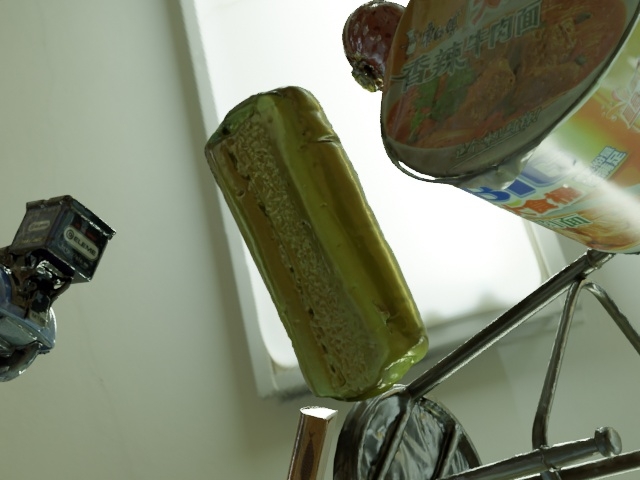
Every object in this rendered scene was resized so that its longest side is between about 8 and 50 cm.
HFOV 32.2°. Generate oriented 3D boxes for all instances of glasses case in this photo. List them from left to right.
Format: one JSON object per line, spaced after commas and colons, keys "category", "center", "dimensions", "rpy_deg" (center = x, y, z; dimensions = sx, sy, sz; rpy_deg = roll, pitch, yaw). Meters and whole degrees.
{"category": "glasses case", "center": [-0.020, 0.284, 1.308], "dimensions": [0.041, 0.065, 0.169], "rpy_deg": [12, -87, 12]}

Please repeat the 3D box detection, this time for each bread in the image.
{"category": "bread", "center": [0.000, 0.000, 1.298], "dimensions": [0.166, 0.112, 0.383], "rpy_deg": [-32, -103, 30]}

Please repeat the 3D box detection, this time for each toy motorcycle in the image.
{"category": "toy motorcycle", "center": [-0.415, 0.055, 1.314], "dimensions": [0.359, 0.125, 0.212], "rpy_deg": [-6, -127, 37]}

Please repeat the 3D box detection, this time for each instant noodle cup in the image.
{"category": "instant noodle cup", "center": [0.221, -0.134, 0.919], "dimensions": [0.296, 0.214, 0.296], "rpy_deg": [-36, -140, 37]}

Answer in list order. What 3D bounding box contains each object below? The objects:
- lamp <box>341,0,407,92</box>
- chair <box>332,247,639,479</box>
{"category": "lamp", "center": [0.066, -0.183, 1.049], "dimensions": [0.101, 0.101, 0.090], "rpy_deg": [31, -104, 25]}
{"category": "chair", "center": [0.258, 0.267, 1.257], "dimensions": [0.410, 0.362, 0.364], "rpy_deg": [-25, -156, 35]}
